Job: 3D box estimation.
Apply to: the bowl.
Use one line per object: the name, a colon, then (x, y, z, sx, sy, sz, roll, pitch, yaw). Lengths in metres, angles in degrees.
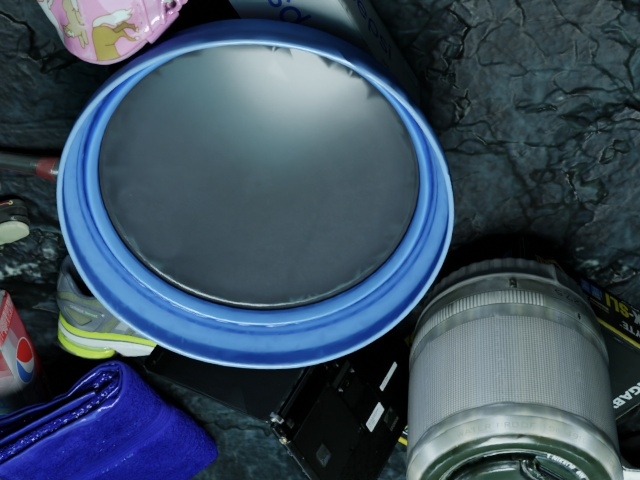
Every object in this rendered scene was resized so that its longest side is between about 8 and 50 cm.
bowl: (-0.063, -0.042, 1.298, 0.391, 0.077, 0.391, 1, 125, 1)

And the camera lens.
camera lens: (0.203, 0.181, 1.388, 0.219, 0.274, 0.219, 3, 131, 3)

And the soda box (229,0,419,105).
soda box: (-0.007, -0.218, 1.276, 0.098, 0.091, 0.286, -22, 126, 21)

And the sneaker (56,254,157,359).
sneaker: (-0.180, 0.072, 1.543, 0.299, 0.111, 0.121, -3, 128, 6)

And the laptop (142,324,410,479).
laptop: (-0.029, 0.153, 1.470, 0.136, 0.234, 0.264, -9, 125, 41)

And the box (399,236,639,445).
box: (0.237, 0.167, 1.606, 0.257, 0.079, 0.322, 33, 127, -20)

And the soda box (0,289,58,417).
soda box: (-0.412, 0.186, 1.678, 0.092, 0.083, 0.263, -6, 130, 9)

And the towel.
towel: (-0.278, 0.276, 1.657, 0.227, 0.076, 0.308, -27, 149, 6)

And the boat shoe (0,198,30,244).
boat shoe: (-0.401, -0.013, 1.531, 0.133, 0.042, 0.049, -17, 153, 20)

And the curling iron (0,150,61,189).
curling iron: (-0.297, -0.073, 1.470, 0.273, 0.035, 0.068, 2, 136, 5)

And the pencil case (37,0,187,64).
pencil case: (-0.242, -0.348, 1.139, 0.167, 0.160, 0.386, -14, 128, 17)

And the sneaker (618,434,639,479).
sneaker: (0.459, 0.352, 1.678, 0.315, 0.127, 0.182, 32, 108, -13)
